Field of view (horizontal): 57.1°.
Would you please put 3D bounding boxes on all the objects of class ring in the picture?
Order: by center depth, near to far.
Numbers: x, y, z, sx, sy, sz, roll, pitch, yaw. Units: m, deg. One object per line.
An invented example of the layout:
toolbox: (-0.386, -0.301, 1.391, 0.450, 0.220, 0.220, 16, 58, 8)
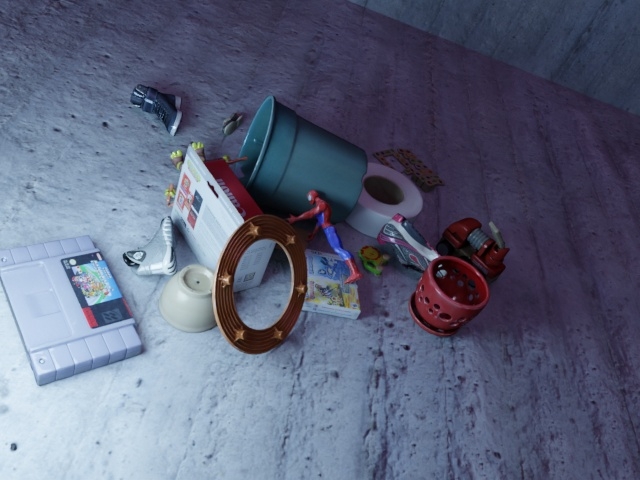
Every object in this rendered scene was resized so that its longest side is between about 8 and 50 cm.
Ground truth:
ring: (-0.127, 0.106, 1.410, 0.032, 0.337, 0.336, 3, 27, 36)

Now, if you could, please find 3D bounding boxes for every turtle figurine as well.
turtle figurine: (-0.351, -0.206, 1.756, 0.269, 0.087, 0.217, -34, 49, -2)

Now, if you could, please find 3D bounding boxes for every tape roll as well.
tape roll: (0.195, -0.134, 1.969, 0.286, 0.100, 0.286, 14, 41, -13)

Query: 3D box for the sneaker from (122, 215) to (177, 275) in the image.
sneaker: (-0.441, 0.014, 1.515, 0.132, 0.086, 0.229, -10, 33, -8)

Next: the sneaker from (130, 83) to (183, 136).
sneaker: (-0.536, -0.426, 1.916, 0.163, 0.086, 0.226, 16, 30, -27)

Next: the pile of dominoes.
pile of dominoes: (0.348, -0.283, 2.249, 0.196, 0.040, 0.251, -19, 57, -39)

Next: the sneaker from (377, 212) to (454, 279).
sneaker: (0.305, 0.056, 1.822, 0.299, 0.112, 0.121, 47, 6, 4)

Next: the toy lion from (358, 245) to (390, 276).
toy lion: (0.158, 0.057, 1.804, 0.096, 0.034, 0.100, 24, 40, 10)

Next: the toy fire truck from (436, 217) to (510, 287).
toy fire truck: (0.500, 0.002, 1.860, 0.158, 0.246, 0.217, -19, 57, -40)

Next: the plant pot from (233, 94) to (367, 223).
plant pot: (-0.059, -0.215, 1.781, 0.334, 0.341, 0.341, 20, 40, -19)

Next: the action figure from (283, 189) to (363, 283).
action figure: (0.000, 0.000, 1.637, 0.091, 0.139, 0.280, 24, 43, -77)

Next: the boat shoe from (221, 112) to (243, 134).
boat shoe: (-0.314, -0.408, 2.049, 0.043, 0.049, 0.137, 25, 38, 5)

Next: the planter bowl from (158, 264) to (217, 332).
planter bowl: (-0.306, 0.128, 1.436, 0.162, 0.109, 0.162, 13, 42, -12)

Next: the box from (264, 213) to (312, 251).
box: (-0.113, -0.018, 1.694, 0.164, 0.021, 0.201, 22, 18, -1)

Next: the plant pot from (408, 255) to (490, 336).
plant pot: (0.356, 0.168, 1.669, 0.191, 0.174, 0.191, 14, 41, -12)

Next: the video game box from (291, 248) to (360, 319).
video game box: (0.012, 0.117, 1.654, 0.187, 0.048, 0.205, 10, 42, -13)

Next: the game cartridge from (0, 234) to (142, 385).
game cartridge: (-0.573, 0.138, 1.335, 0.230, 0.068, 0.355, -17, 55, -33)

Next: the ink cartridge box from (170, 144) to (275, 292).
ink cartridge box: (-0.251, -0.063, 1.541, 0.130, 0.272, 0.309, -15, 55, -37)
